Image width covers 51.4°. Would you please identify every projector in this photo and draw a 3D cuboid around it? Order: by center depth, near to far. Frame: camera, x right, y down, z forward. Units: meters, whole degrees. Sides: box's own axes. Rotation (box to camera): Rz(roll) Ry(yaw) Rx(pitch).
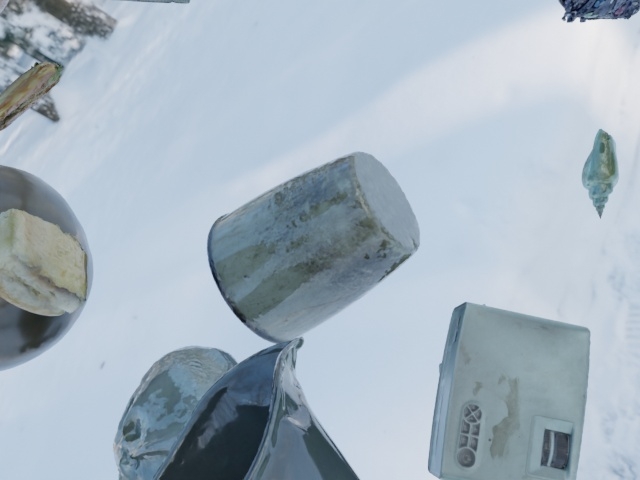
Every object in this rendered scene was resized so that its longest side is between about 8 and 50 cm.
[{"bbox_3d":[0.161,0.138,0.574,0.061,0.115,0.147,98,-176,-78],"label":"projector"}]

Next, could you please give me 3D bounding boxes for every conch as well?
[{"bbox_3d":[0.569,-0.132,1.328,0.065,0.088,0.180,-177,92,-73],"label":"conch"}]

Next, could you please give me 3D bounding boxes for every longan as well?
[{"bbox_3d":[-0.499,0.038,1.008,0.319,0.319,0.319,-36,38,35],"label":"longan"}]

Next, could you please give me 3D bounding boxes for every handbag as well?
[{"bbox_3d":[0.530,-0.484,1.163,0.260,0.162,0.113,113,149,-61],"label":"handbag"}]

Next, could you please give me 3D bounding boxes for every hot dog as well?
[{"bbox_3d":[-0.255,-0.126,0.566,0.083,0.021,0.037,-43,0,-6],"label":"hot dog"}]

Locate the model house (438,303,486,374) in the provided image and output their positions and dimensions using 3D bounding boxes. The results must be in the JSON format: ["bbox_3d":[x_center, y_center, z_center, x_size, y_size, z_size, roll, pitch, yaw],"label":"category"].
[{"bbox_3d":[0.403,0.297,1.595,0.215,0.224,0.198,31,64,20],"label":"model house"}]

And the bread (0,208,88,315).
[{"bbox_3d":[-0.345,0.030,0.793,0.082,0.125,0.106,-31,44,15],"label":"bread"}]

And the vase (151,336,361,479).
[{"bbox_3d":[0.001,0.247,0.412,0.251,0.301,0.156,-46,11,-32],"label":"vase"}]

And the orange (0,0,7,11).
[{"bbox_3d":[-0.477,-0.350,0.761,0.246,0.246,0.246,-36,38,35],"label":"orange"}]

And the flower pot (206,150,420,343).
[{"bbox_3d":[0.000,0.000,1.273,0.330,0.293,0.294,-32,40,24],"label":"flower pot"}]

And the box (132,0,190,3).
[{"bbox_3d":[-0.188,-0.263,0.393,0.117,0.225,0.225,102,167,-60],"label":"box"}]

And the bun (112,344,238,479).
[{"bbox_3d":[-0.209,0.326,0.997,0.354,0.194,0.355,-178,90,-68],"label":"bun"}]
